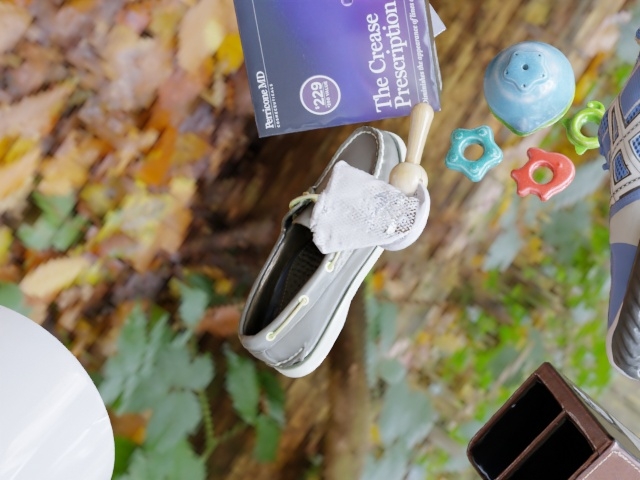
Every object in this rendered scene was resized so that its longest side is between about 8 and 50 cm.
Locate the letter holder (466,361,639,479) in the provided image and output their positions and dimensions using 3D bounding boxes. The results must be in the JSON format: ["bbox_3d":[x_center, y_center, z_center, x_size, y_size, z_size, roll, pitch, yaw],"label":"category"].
[{"bbox_3d":[0.259,0.299,1.423,0.214,0.302,0.152,-47,-153,7],"label":"letter holder"}]

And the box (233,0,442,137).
[{"bbox_3d":[0.009,-0.247,1.475,0.103,0.184,0.261,-72,153,-70],"label":"box"}]

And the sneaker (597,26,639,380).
[{"bbox_3d":[0.188,-0.029,0.808,0.081,0.080,0.211,7,-102,57],"label":"sneaker"}]

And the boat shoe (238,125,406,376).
[{"bbox_3d":[0.003,0.001,1.714,0.091,0.109,0.305,34,77,-44],"label":"boat shoe"}]

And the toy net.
[{"bbox_3d":[0.102,-0.049,1.113,0.232,0.122,0.045,-37,160,-1],"label":"toy net"}]

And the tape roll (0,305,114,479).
[{"bbox_3d":[-0.325,0.194,1.327,0.246,0.246,0.169,-61,172,35],"label":"tape roll"}]

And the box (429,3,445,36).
[{"bbox_3d":[0.007,-0.302,1.778,0.163,0.142,0.247,-38,139,4],"label":"box"}]
